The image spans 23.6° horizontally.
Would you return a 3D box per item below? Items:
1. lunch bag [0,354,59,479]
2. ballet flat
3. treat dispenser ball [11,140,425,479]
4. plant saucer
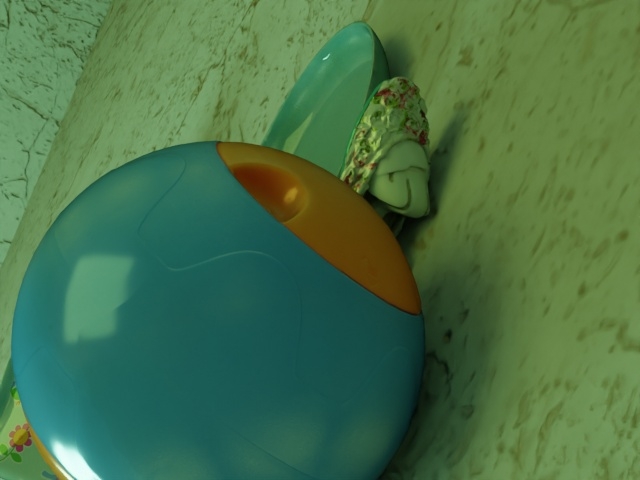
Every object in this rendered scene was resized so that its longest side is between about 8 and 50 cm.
[{"bbox_3d":[-0.142,0.108,1.311,0.160,0.223,0.262,54,-127,-68],"label":"lunch bag"},{"bbox_3d":[0.045,-0.012,1.240,0.077,0.091,0.241,25,95,43],"label":"ballet flat"},{"bbox_3d":[-0.070,0.073,1.072,0.288,0.288,0.288,-55,20,30],"label":"treat dispenser ball"},{"bbox_3d":[-0.012,-0.065,1.517,0.317,0.044,0.317,-56,19,30],"label":"plant saucer"}]
